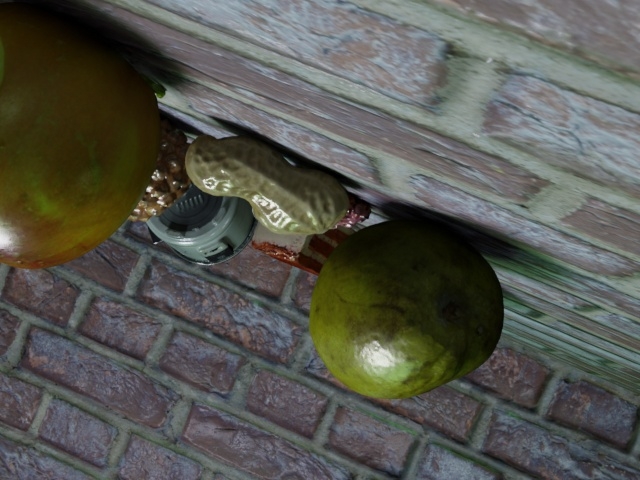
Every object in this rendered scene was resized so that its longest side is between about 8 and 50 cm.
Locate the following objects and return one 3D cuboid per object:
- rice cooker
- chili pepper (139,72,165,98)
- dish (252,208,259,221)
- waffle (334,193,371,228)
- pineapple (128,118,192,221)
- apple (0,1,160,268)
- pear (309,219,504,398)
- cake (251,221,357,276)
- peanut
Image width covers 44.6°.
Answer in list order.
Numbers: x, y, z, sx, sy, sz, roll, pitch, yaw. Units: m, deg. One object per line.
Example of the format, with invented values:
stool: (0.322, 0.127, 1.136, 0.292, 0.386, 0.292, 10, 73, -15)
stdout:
rice cooker: (-0.274, -0.073, 1.799, 0.241, 0.281, 0.227, 64, -178, 16)
chili pepper: (-0.267, -0.243, 1.249, 0.030, 0.017, 0.083, 24, 176, 9)
dish: (-0.075, -0.095, 1.672, 0.141, 0.078, 0.141, -1, 143, -1)
waffle: (-0.029, -0.074, 1.537, 0.234, 0.055, 0.221, 24, 163, -31)
pineapple: (-0.417, -0.200, 1.475, 0.223, 0.222, 0.357, 17, 161, 50)
apple: (-0.421, -0.159, 1.101, 0.384, 0.374, 0.374, 39, 173, -4)
pear: (0.150, 0.121, 1.430, 0.352, 0.351, 0.413, 25, 170, -18)
cake: (0.000, 0.000, 1.804, 0.262, 0.158, 0.160, 24, 176, -28)
peanut: (-0.093, -0.095, 1.355, 0.299, 0.136, 0.120, 26, 178, -16)
